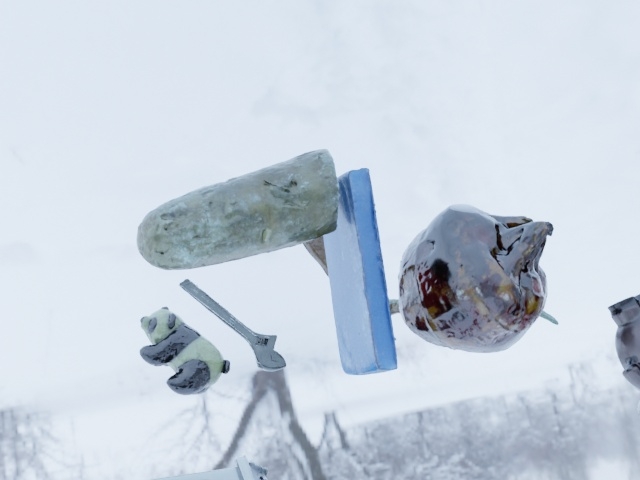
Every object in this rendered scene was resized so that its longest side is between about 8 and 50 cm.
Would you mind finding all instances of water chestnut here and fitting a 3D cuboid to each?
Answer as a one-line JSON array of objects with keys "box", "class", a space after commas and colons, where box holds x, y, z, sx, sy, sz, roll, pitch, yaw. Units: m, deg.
[{"box": [0.266, 0.060, 1.577, 0.289, 0.244, 0.289, 6, -160, -2], "class": "water chestnut"}]

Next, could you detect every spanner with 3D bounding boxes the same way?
[{"box": [-0.208, 0.199, 2.178, 0.093, 0.325, 0.026, -47, 169, -34], "class": "spanner"}]

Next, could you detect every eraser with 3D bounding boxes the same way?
[{"box": [0.054, 0.054, 1.430, 0.042, 0.312, 0.144, -4, 171, -22], "class": "eraser"}]

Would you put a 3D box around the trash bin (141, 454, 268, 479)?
[{"box": [-0.258, 0.569, 1.640, 0.367, 0.296, 0.256, 1, -166, -15], "class": "trash bin"}]

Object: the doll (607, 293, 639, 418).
[{"box": [0.568, 0.213, 1.523, 0.182, 0.257, 0.117, -15, 171, -28], "class": "doll"}]

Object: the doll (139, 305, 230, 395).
[{"box": [-0.328, 0.261, 2.136, 0.135, 0.234, 0.143, -47, 173, -3], "class": "doll"}]

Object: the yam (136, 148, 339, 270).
[{"box": [-0.107, -0.038, 1.320, 0.330, 0.133, 0.133, -17, 170, -27], "class": "yam"}]

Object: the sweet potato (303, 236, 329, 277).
[{"box": [0.000, 0.000, 1.661, 0.077, 0.244, 0.077, -19, -161, 7], "class": "sweet potato"}]

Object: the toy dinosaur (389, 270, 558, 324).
[{"box": [0.304, 0.120, 1.939, 0.393, 0.205, 0.092, 19, 168, 0], "class": "toy dinosaur"}]
